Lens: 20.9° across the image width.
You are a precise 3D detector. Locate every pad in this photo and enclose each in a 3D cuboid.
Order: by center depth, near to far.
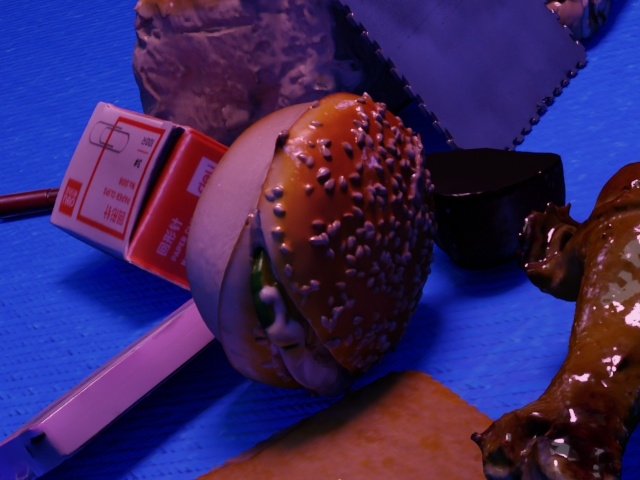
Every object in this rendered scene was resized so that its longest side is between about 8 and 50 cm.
[{"bbox_3d":[0.124,-0.216,1.622,0.012,0.269,0.270,-33,8,42],"label":"pad"}]

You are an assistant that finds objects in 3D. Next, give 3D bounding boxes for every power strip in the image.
[{"bbox_3d":[-0.141,0.099,1.347,0.279,0.037,0.109,-38,3,-36],"label":"power strip"}]

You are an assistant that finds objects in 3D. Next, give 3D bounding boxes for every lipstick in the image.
[{"bbox_3d":[-0.258,-0.045,1.804,0.176,0.027,0.027,-7,27,21],"label":"lipstick"}]

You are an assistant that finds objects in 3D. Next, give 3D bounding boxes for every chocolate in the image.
[{"bbox_3d":[0.137,-0.025,1.411,0.125,0.080,0.148,-11,15,-12],"label":"chocolate"}]

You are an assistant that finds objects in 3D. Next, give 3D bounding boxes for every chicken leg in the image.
[{"bbox_3d":[0.209,0.037,1.151,0.361,0.140,0.211,-31,35,-32],"label":"chicken leg"}]

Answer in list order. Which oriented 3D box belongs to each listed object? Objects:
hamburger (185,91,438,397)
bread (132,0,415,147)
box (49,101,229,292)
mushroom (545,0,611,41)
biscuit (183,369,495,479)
[{"bbox_3d":[0.002,0.001,1.287,0.147,0.237,0.237,21,43,34],"label":"hamburger"},{"bbox_3d":[-0.035,-0.199,1.718,0.279,0.225,0.250,0,28,31],"label":"bread"},{"bbox_3d":[-0.156,-0.042,1.567,0.182,0.099,0.133,23,88,57],"label":"box"},{"bbox_3d":[0.246,-0.323,1.906,0.177,0.126,0.397,-29,25,1],"label":"mushroom"},{"bbox_3d":[0.019,0.171,1.159,0.232,0.013,0.237,-26,24,-16],"label":"biscuit"}]
